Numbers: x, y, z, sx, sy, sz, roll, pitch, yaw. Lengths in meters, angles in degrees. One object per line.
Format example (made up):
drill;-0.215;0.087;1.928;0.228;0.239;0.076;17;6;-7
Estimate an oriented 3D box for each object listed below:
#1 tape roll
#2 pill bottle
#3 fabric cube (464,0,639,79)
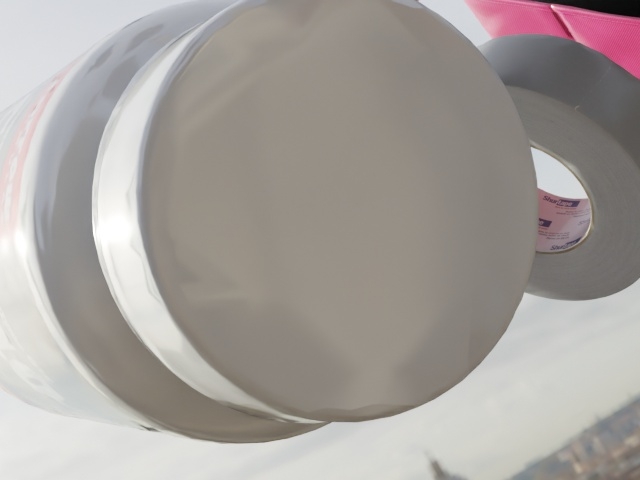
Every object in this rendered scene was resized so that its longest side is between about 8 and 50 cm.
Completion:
tape roll;0.177;-0.055;1.083;0.072;0.219;0.219;-53;3;-37
pill bottle;-0.051;-0.004;0.532;0.161;0.161;0.283;-24;6;-25
fabric cube;0.332;-0.212;1.203;0.254;0.259;0.258;-51;-53;-12
